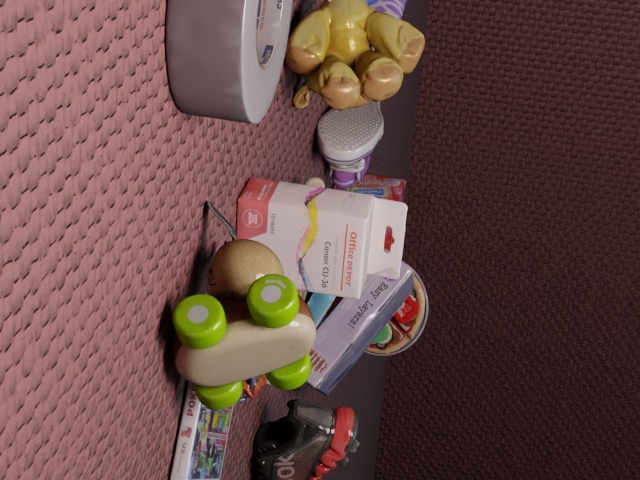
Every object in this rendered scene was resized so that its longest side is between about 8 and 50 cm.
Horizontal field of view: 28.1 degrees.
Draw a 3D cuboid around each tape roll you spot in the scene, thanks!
[{"bbox_3d":[-0.081,-0.223,1.212,0.219,0.072,0.219,8,90,-83],"label":"tape roll"}]

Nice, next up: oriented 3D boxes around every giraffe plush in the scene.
[{"bbox_3d":[0.026,-0.246,1.746,0.170,0.181,0.210,105,-36,-63],"label":"giraffe plush"}]

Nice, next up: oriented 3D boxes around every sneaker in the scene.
[{"bbox_3d":[0.050,-0.143,2.119,0.282,0.102,0.161,-65,164,-64],"label":"sneaker"},{"bbox_3d":[-0.054,0.345,1.927,0.276,0.135,0.097,-60,-166,24],"label":"sneaker"}]

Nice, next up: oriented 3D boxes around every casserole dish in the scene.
[{"bbox_3d":[0.000,0.095,2.091,0.114,0.037,0.188,-58,179,18],"label":"casserole dish"}]

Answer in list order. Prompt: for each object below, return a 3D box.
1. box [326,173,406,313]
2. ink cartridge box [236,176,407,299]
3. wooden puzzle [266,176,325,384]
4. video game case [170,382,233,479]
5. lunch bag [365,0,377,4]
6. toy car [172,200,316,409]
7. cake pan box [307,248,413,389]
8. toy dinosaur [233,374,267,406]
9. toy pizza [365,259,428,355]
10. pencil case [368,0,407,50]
[{"bbox_3d":[0.079,0.014,2.367,0.122,0.128,0.257,-68,165,-54],"label":"box"},{"bbox_3d":[0.000,0.000,1.558,0.067,0.198,0.115,-68,164,-60],"label":"ink cartridge box"},{"bbox_3d":[-0.048,0.057,1.867,0.238,0.044,0.221,-66,164,-46],"label":"wooden puzzle"},{"bbox_3d":[-0.129,0.193,1.494,0.201,0.023,0.183,62,37,-78],"label":"video game case"},{"bbox_3d":[0.120,-0.544,2.141,0.293,0.138,0.221,-60,162,-44],"label":"lunch bag"},{"bbox_3d":[-0.095,0.053,1.350,0.155,0.149,0.188,82,-9,-54],"label":"toy car"},{"bbox_3d":[0.062,0.141,2.175,0.267,0.070,0.246,-50,172,-3],"label":"cake pan box"},{"bbox_3d":[-0.085,0.180,1.640,0.082,0.090,0.047,-148,-135,-65],"label":"toy dinosaur"},{"bbox_3d":[0.113,0.127,2.507,0.032,0.201,0.201,-8,107,-66],"label":"toy pizza"},{"bbox_3d":[0.094,-0.359,2.263,0.088,0.086,0.206,133,-25,-60],"label":"pencil case"}]
